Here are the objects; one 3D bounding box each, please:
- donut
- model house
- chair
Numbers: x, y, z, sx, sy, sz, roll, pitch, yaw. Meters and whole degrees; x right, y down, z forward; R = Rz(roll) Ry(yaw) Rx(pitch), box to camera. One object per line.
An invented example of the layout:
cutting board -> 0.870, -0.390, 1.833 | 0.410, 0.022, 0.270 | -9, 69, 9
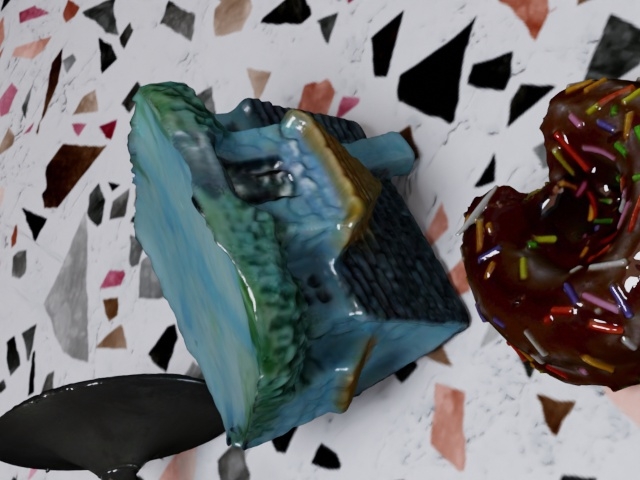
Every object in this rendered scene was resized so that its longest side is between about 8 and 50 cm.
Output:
donut -> 0.196, -0.006, 0.905 | 0.230, 0.096, 0.216 | -38, 48, 28
model house -> 0.000, 0.000, 1.003 | 0.226, 0.241, 0.261 | 105, 144, -53
chair -> -0.147, 0.332, 1.019 | 0.226, 0.226, 0.401 | -28, 59, 32
